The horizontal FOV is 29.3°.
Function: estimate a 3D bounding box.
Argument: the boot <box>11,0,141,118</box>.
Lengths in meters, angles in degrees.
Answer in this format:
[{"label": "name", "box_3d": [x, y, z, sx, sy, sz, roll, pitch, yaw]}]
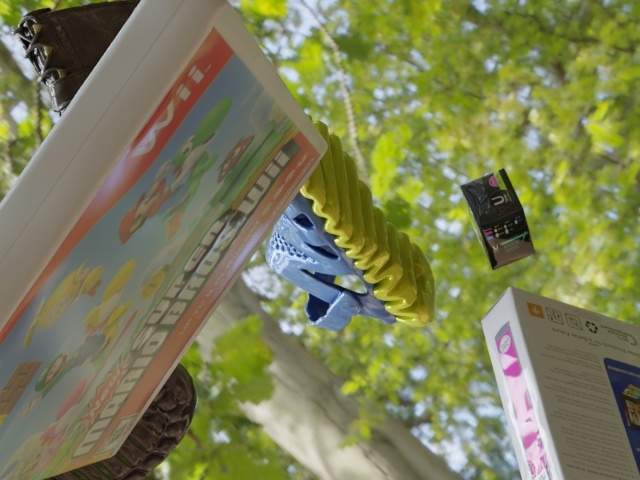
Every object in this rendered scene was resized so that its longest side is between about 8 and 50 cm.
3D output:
[{"label": "boot", "box_3d": [-0.205, -0.089, 1.050, 0.263, 0.091, 0.229, -26, -93, -40]}]

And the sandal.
[{"label": "sandal", "box_3d": [0.000, 0.000, 1.253, 0.138, 0.126, 0.317, -19, -49, 21]}]

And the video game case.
[{"label": "video game case", "box_3d": [-0.078, 0.015, 0.509, 0.204, 0.025, 0.285, -55, -8, 0]}]

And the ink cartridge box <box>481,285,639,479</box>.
[{"label": "ink cartridge box", "box_3d": [0.271, 0.211, 1.144, 0.175, 0.371, 0.069, 17, -53, -23]}]

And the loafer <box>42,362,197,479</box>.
[{"label": "loafer", "box_3d": [-0.264, 0.127, 0.860, 0.366, 0.130, 0.134, -18, -45, 8]}]

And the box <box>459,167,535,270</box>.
[{"label": "box", "box_3d": [0.187, -0.022, 1.290, 0.052, 0.062, 0.083, -23, -41, 4]}]
